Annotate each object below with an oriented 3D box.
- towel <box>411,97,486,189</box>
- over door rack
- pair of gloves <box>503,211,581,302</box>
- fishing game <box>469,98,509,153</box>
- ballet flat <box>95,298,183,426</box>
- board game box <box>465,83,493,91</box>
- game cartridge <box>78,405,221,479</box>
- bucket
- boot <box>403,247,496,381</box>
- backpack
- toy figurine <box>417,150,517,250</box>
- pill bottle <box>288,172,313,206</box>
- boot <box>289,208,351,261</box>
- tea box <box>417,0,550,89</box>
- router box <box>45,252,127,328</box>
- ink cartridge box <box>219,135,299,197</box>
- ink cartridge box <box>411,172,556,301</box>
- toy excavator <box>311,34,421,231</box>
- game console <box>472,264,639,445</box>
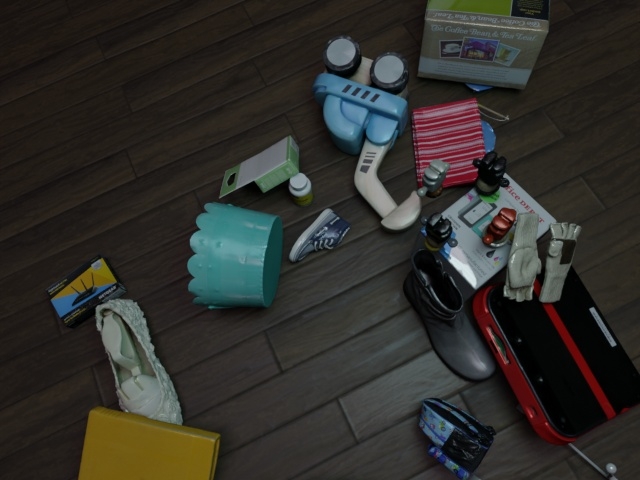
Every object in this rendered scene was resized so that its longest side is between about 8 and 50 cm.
[{"bbox_3d":[0.373,-0.280,1.409,0.199,0.031,0.274,-7,71,14],"label":"towel"},{"bbox_3d":[0.537,0.567,1.091,0.324,0.108,0.239,39,77,16],"label":"over door rack"},{"bbox_3d":[0.513,0.046,1.117,0.240,0.042,0.204,8,95,-34],"label":"pair of gloves"},{"bbox_3d":[0.419,-0.294,1.438,0.189,0.041,0.264,30,81,22],"label":"fishing game"},{"bbox_3d":[-0.487,0.331,1.242,0.147,0.147,0.409,-28,72,-5],"label":"ballet flat"},{"bbox_3d":[0.516,-0.517,1.512,0.169,0.033,0.133,-15,64,-3],"label":"board game box"},{"bbox_3d":[-0.416,0.569,1.156,0.324,0.053,0.285,10,91,9],"label":"game cartridge"},{"bbox_3d":[-0.208,0.045,1.252,0.183,0.281,0.281,7,72,5],"label":"bucket"},{"bbox_3d":[0.314,0.191,1.178,0.118,0.222,0.338,-36,72,-9],"label":"boot"},{"bbox_3d":[0.302,0.450,1.130,0.173,0.158,0.117,30,94,27],"label":"backpack"},{"bbox_3d":[0.331,-0.084,1.111,0.210,0.148,0.213,-7,72,9],"label":"toy figurine"},{"bbox_3d":[-0.056,-0.146,1.381,0.065,0.116,0.065,-2,70,4],"label":"pill bottle"},{"bbox_3d":[0.000,0.000,1.350,0.086,0.069,0.190,35,75,18],"label":"boot"},{"bbox_3d":[0.482,-0.659,1.443,0.329,0.220,0.323,11,63,10],"label":"tea box"},{"bbox_3d":[-0.661,0.142,1.366,0.179,0.046,0.133,-37,72,-8],"label":"router box"},{"bbox_3d":[-0.174,-0.199,1.400,0.235,0.056,0.171,-28,32,16],"label":"ink cartridge box"},{"bbox_3d":[0.410,-0.005,1.252,0.270,0.197,0.198,-38,72,-9],"label":"ink cartridge box"},{"bbox_3d":[0.141,-0.289,1.394,0.433,0.222,0.445,23,88,12],"label":"toy excavator"},{"bbox_3d":[0.578,0.257,1.177,0.342,0.060,0.386,-13,68,-26],"label":"game console"}]
